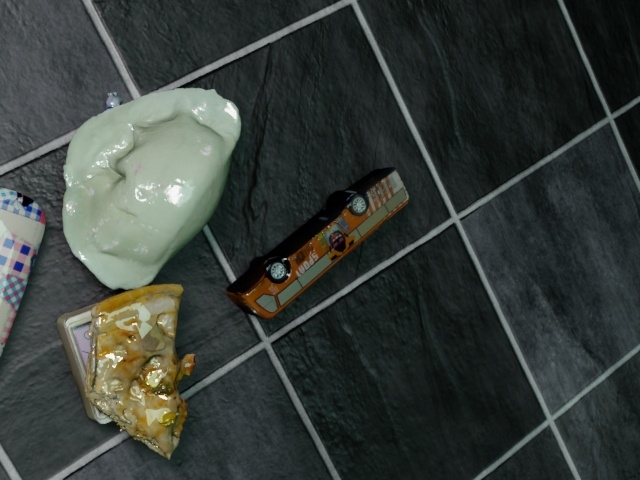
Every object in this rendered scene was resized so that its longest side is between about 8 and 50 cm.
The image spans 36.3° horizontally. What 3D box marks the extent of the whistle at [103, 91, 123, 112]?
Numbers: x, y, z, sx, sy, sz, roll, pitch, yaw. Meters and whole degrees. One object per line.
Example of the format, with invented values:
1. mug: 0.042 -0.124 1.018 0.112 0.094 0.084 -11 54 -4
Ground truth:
1. whistle: -0.366 -0.220 1.711 0.033 0.029 0.083 25 69 -44

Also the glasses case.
1. glasses case: -0.544 0.075 1.577 0.125 0.076 0.328 20 79 -22

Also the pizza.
1. pizza: -0.294 0.224 1.621 0.189 0.071 0.297 -3 95 -31

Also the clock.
1. clock: -0.351 0.199 1.673 0.147 0.071 0.192 -19 96 -27

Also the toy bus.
1. toy bus: 0.000 0.000 1.851 0.409 0.093 0.092 -40 112 -23

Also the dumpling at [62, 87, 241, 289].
1. dumpling: -0.283 -0.084 1.660 0.212 0.270 0.321 74 32 -42
